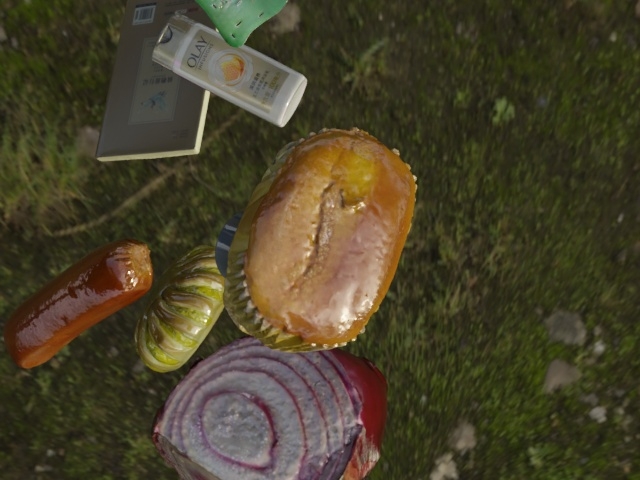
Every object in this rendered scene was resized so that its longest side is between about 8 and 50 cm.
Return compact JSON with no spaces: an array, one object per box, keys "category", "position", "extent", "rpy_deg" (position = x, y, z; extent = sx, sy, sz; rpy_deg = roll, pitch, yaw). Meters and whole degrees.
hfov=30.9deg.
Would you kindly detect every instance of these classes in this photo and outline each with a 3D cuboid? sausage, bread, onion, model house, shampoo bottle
[{"category":"sausage","position":[-0.345,0.087,1.606],"extent":[0.300,0.083,0.089],"rpy_deg":[-33,82,29]},{"category":"bread","position":[0.000,0.000,0.982],"extent":[0.132,0.114,0.190],"rpy_deg":[23,77,-14]},{"category":"onion","position":[-0.040,0.204,1.235],"extent":[0.216,0.207,0.206],"rpy_deg":[36,69,15]},{"category":"model house","position":[-0.119,-0.351,1.519],"extent":[0.117,0.088,0.167],"rpy_deg":[-42,97,15]},{"category":"bread","position":[-0.212,0.100,1.781],"extent":[0.105,0.213,0.213],"rpy_deg":[37,80,-13]},{"category":"shampoo bottle","position":[-0.136,-0.254,1.722],"extent":[0.227,0.056,0.086],"rpy_deg":[29,89,11]}]

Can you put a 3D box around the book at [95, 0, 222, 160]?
[{"category":"book","position":[-0.273,-0.288,1.997],"extent":[0.217,0.021,0.310],"rpy_deg":[-1,71,30]}]

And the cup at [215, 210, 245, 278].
[{"category":"cup","position":[-0.046,0.005,1.163],"extent":[0.077,0.078,0.100],"rpy_deg":[18,73,44]}]
